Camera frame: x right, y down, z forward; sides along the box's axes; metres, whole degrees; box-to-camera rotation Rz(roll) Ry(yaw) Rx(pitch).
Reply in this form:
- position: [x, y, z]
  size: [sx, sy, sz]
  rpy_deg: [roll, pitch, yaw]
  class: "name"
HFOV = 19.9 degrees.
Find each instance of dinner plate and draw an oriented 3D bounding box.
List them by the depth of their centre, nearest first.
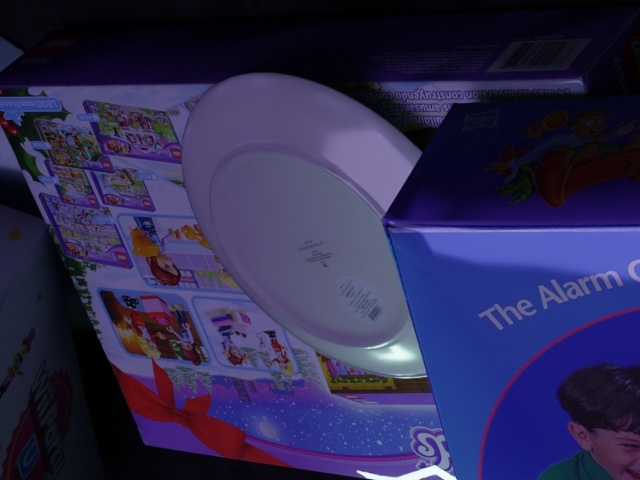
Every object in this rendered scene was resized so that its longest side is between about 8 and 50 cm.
- position: [0.000, 0.000, 0.691]
  size: [0.141, 0.017, 0.141]
  rpy_deg: [25, 141, 23]
  class: "dinner plate"

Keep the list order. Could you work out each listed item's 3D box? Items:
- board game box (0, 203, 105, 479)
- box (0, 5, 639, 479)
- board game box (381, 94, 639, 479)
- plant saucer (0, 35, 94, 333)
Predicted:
- position: [-0.271, 0.045, 0.915]
  size: [0.303, 0.097, 0.224]
  rpy_deg: [18, 145, 15]
  class: "board game box"
- position: [0.015, 0.008, 0.751]
  size: [0.293, 0.057, 0.201]
  rpy_deg: [4, 126, 37]
  class: "box"
- position: [0.215, 0.068, 0.575]
  size: [0.347, 0.078, 0.233]
  rpy_deg: [0, 124, 26]
  class: "board game box"
- position: [-0.177, -0.022, 0.896]
  size: [0.195, 0.037, 0.195]
  rpy_deg: [22, 136, 23]
  class: "plant saucer"
